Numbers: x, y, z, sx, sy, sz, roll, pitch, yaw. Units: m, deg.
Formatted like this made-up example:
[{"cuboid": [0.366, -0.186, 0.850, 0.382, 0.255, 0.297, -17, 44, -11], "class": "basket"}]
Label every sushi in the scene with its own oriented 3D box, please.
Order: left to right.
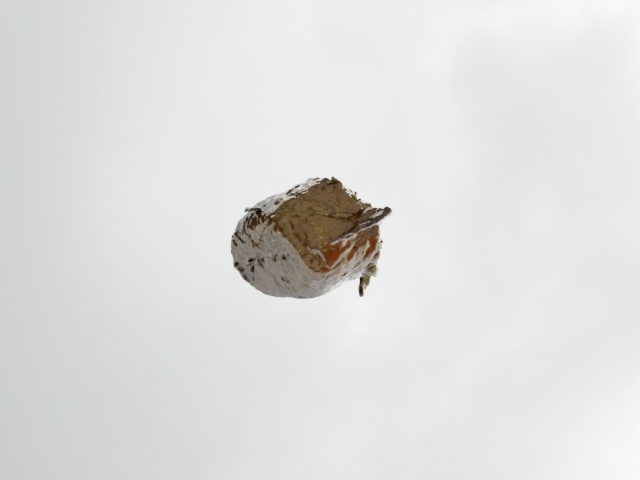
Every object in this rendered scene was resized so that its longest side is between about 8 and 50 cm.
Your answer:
[{"cuboid": [-0.002, -0.004, 0.846, 0.060, 0.061, 0.118, -32, -159, -23], "class": "sushi"}]
